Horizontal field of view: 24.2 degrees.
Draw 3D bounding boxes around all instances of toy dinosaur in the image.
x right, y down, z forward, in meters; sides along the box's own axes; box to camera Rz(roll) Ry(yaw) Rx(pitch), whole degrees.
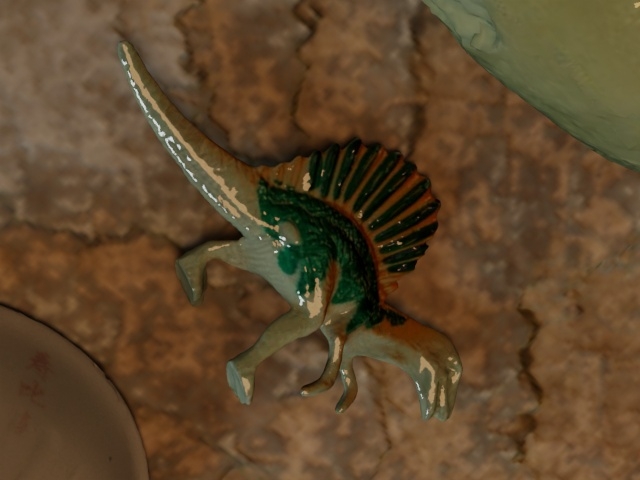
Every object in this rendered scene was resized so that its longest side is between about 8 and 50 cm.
[{"bbox_3d":[-0.002,-0.001,0.574,0.106,0.044,0.187,-21,101,-17],"label":"toy dinosaur"}]

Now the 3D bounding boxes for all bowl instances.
[{"bbox_3d":[-0.156,0.119,0.560,0.189,0.086,0.189,-4,110,-10],"label":"bowl"}]

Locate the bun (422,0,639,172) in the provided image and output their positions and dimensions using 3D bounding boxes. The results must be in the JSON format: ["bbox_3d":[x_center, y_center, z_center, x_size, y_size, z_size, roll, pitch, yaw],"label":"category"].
[{"bbox_3d":[0.114,-0.160,0.470,0.283,0.179,0.283,-9,108,-30],"label":"bun"}]
